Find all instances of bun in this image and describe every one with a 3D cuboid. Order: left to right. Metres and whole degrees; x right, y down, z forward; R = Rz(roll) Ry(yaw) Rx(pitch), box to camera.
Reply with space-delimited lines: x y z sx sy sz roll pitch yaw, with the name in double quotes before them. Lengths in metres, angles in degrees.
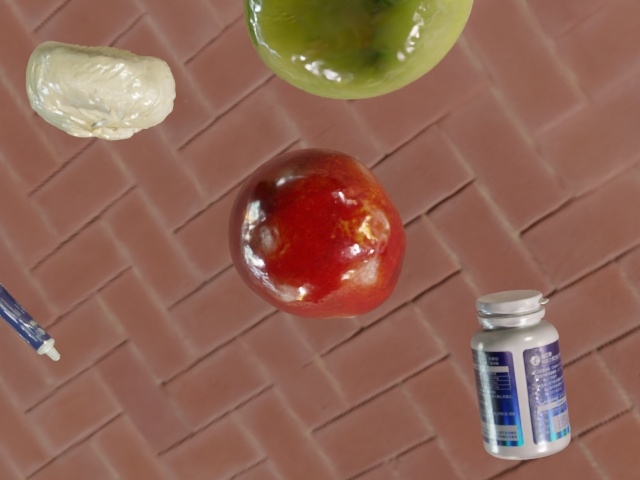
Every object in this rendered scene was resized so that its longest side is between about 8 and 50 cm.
"bun" -0.267 -0.179 1.473 0.188 0.164 0.111 9 88 3

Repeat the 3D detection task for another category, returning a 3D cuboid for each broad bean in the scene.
"broad bean" 0.046 -0.264 1.275 0.238 0.119 0.291 19 134 -21

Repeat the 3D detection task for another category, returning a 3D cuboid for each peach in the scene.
"peach" 0.000 0.000 1.501 0.243 0.199 0.243 36 160 15

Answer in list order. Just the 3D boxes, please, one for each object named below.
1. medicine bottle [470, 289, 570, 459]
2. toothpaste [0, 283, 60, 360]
"medicine bottle" 0.240 0.161 1.476 0.107 0.107 0.191 -5 96 26
"toothpaste" -0.329 0.079 1.305 0.140 0.037 0.021 44 124 7
